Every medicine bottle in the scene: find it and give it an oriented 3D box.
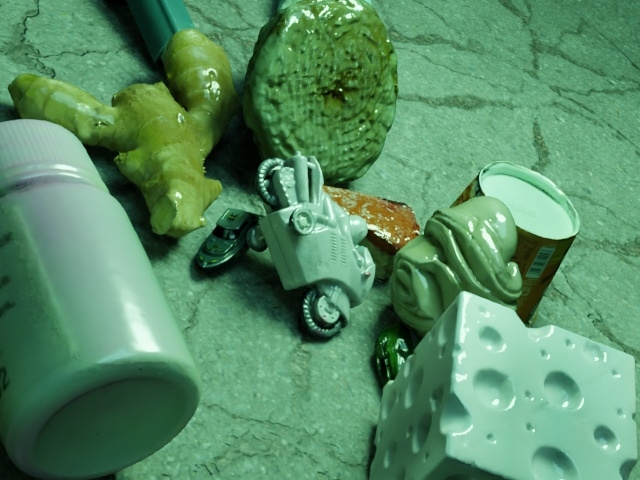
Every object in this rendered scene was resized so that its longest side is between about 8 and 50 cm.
[{"bbox_3d":[-0.299,0.058,1.333,0.219,0.219,0.388,-3,48,-36],"label":"medicine bottle"},{"bbox_3d":[-0.275,-0.372,1.962,0.079,0.124,0.258,-7,61,-44],"label":"medicine bottle"}]

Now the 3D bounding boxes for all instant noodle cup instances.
[{"bbox_3d":[0.279,0.001,1.819,0.230,0.182,0.230,17,38,-14],"label":"instant noodle cup"}]

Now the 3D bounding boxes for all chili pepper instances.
[{"bbox_3d":[0.118,0.185,1.604,0.073,0.050,0.182,18,39,-42],"label":"chili pepper"}]

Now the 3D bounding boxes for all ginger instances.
[{"bbox_3d":[-0.218,-0.152,1.729,0.363,0.122,0.348,-19,63,-46],"label":"ginger"}]

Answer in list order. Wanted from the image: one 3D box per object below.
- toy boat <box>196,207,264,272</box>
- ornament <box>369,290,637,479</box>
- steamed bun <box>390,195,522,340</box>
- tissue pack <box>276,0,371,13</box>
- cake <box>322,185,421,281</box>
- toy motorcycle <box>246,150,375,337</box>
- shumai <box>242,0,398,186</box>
[{"bbox_3d":[-0.131,0.001,1.652,0.055,0.060,0.141,14,38,20],"label":"toy boat"},{"bbox_3d":[0.212,0.251,1.405,0.239,0.239,0.239,21,47,-10],"label":"ornament"},{"bbox_3d":[0.174,0.049,1.650,0.144,0.218,0.211,8,57,-26],"label":"steamed bun"},{"bbox_3d":[0.007,-0.479,2.282,0.177,0.089,0.263,19,35,-15],"label":"tissue pack"},{"bbox_3d":[0.040,-0.011,1.751,0.221,0.086,0.116,10,38,-26],"label":"cake"},{"bbox_3d":[0.000,0.000,1.655,0.171,0.110,0.260,-19,89,-42],"label":"toy motorcycle"},{"bbox_3d":[-0.051,-0.256,1.865,0.304,0.309,0.263,7,16,-40],"label":"shumai"}]
